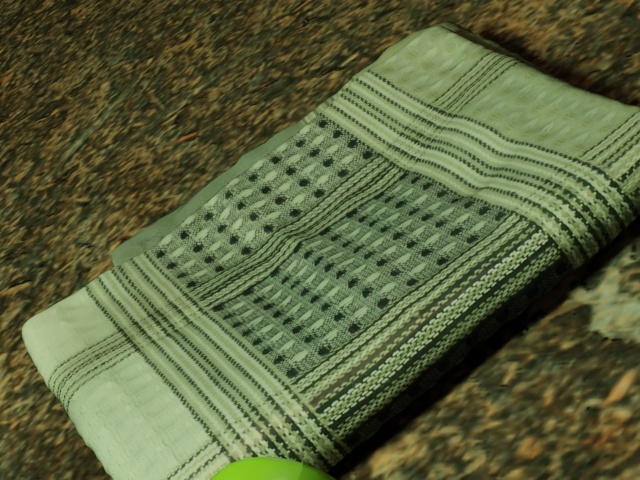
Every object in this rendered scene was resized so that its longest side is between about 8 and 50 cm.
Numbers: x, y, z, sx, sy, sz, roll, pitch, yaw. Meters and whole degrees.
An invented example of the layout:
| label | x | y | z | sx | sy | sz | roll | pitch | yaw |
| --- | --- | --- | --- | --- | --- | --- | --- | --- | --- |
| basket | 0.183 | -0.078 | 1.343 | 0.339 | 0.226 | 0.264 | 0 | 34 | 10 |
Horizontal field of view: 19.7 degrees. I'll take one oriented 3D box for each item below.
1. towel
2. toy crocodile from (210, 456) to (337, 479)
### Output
| label | x | y | z | sx | sy | sz | roll | pitch | yaw |
| --- | --- | --- | --- | --- | --- | --- | --- | --- | --- |
| towel | 0.000 | 0.000 | 0.934 | 0.312 | 0.056 | 0.324 | -39 | 23 | -5 |
| toy crocodile | -0.066 | 0.172 | 0.667 | 0.340 | 0.105 | 0.115 | -25 | 26 | 35 |
